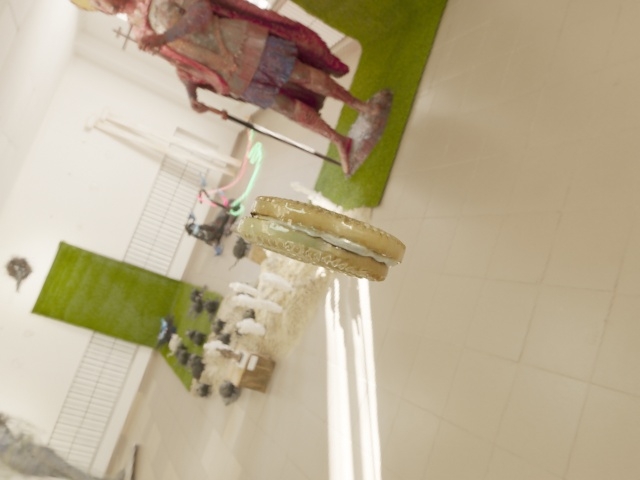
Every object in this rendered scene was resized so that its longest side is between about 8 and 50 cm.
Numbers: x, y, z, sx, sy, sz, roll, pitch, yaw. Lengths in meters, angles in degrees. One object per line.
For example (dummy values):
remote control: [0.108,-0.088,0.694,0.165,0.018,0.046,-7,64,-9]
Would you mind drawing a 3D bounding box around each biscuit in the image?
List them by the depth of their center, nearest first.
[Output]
biscuit: [0.000,0.000,0.816,0.259,0.259,0.079,10,82,67]
